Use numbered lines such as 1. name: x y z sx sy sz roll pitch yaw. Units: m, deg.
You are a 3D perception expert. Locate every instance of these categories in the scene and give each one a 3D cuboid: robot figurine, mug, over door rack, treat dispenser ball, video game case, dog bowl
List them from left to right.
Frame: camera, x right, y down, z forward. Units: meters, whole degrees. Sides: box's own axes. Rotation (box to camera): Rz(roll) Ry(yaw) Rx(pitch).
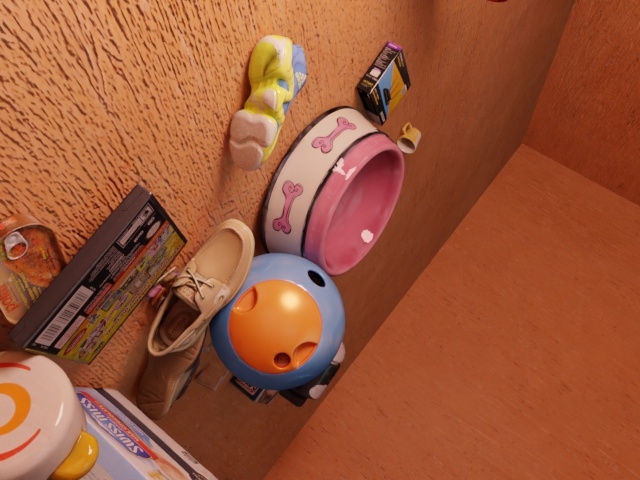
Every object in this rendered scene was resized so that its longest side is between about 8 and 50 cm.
1. video game case: -0.331 0.065 0.955 0.275 0.035 0.248 -54 170 -13
2. over door rack: -0.176 0.226 1.532 0.324 0.108 0.240 -43 156 -31
3. treat dispenser ball: -0.091 0.171 1.288 0.288 0.288 0.288 -47 158 -25
4. robot figurine: -0.034 0.435 2.107 0.173 0.209 0.278 30 96 -34
5. dog bowl: 0.048 -0.096 1.422 0.408 0.150 0.408 -42 149 -33
6. mug: 0.272 -0.309 1.809 0.064 0.062 0.078 -54 169 -29

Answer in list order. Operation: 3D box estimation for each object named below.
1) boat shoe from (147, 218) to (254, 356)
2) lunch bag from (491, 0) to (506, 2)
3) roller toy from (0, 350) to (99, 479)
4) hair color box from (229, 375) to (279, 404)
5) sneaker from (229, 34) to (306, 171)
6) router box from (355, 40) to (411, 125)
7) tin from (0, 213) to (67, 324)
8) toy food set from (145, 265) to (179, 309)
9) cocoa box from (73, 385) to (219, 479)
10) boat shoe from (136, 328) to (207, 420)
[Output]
1. boat shoe: -0.229 0.095 1.145 0.302 0.109 0.098 -54 172 14
2. lunch bag: 0.293 -0.574 1.139 0.120 0.258 0.293 -57 161 4
3. roller toy: -0.436 0.267 0.858 0.209 0.191 0.146 -14 145 -19
4. hair color box: -0.110 0.327 1.849 0.347 0.105 0.174 -53 160 -7
5. sneaker: -0.078 -0.235 1.058 0.126 0.091 0.240 -28 145 -54
6. router box: 0.154 -0.372 1.450 0.133 0.046 0.179 -55 160 -3
7. tin: -0.402 0.041 0.818 0.106 0.040 0.190 -47 160 -34
8. toy food set: -0.304 0.093 1.158 0.078 0.019 0.122 -41 163 -35
9. cocoa box: -0.373 0.447 1.060 0.232 0.347 0.228 -54 160 -6
10. boat shoe: -0.308 0.252 1.291 0.285 0.102 0.092 -66 170 19
